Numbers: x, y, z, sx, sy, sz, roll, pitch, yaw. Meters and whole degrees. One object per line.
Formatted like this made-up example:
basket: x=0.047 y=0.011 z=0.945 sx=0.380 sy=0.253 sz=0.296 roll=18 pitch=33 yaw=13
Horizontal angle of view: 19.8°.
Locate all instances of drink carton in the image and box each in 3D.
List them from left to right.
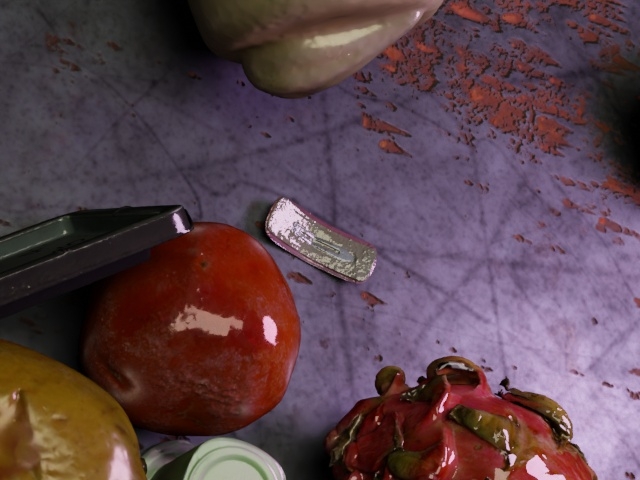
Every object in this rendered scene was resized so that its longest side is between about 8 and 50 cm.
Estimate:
drink carton: x=-0.108 y=0.263 z=1.832 sx=0.146 sy=0.142 sz=0.144 roll=25 pitch=63 yaw=-14

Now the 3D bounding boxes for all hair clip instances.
hair clip: x=0.000 y=0.001 z=2.040 sx=0.137 sy=0.022 sz=0.054 roll=28 pitch=64 yaw=-14

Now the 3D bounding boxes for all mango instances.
mango: x=-0.329 y=0.216 z=1.735 sx=0.365 sy=0.182 sz=0.253 roll=26 pitch=66 yaw=-3

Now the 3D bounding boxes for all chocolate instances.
chocolate: x=0.002 y=-0.323 z=1.978 sx=0.314 sy=0.326 sz=0.297 roll=-9 pitch=72 yaw=-38

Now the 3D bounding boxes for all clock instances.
clock: x=-0.289 y=0.029 z=1.757 sx=0.279 sy=0.273 sz=0.049 roll=-22 pitch=101 yaw=-29

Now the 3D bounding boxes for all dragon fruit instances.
dragon fruit: x=0.147 y=0.255 z=1.904 sx=0.291 sy=0.250 sz=0.269 roll=44 pitch=54 yaw=12

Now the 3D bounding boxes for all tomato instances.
tomato: x=-0.127 y=0.082 z=1.848 sx=0.232 sy=0.188 sz=0.232 roll=8 pitch=59 yaw=-13
